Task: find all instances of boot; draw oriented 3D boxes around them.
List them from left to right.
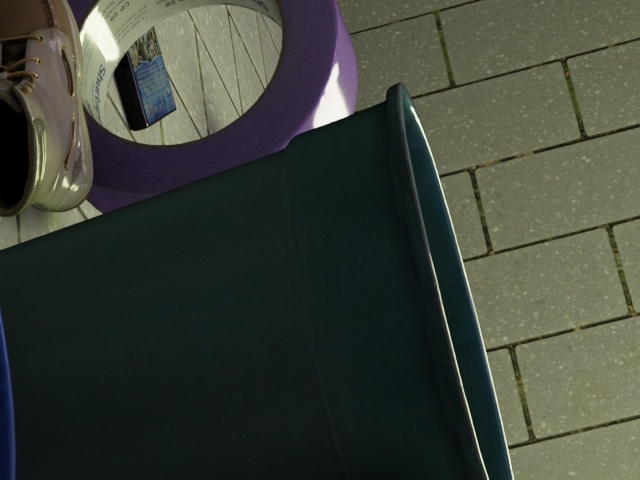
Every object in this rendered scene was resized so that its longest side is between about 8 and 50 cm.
[{"bbox_3d":[-0.234,-0.123,1.428,0.165,0.077,0.213,-23,101,-81],"label":"boot"}]

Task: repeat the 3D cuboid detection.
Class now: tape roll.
[{"bbox_3d":[-0.110,-0.143,1.608,0.090,0.275,0.274,61,16,-62],"label":"tape roll"}]

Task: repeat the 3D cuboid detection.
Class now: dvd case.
[{"bbox_3d":[-0.212,-0.249,2.039,0.180,0.022,0.253,-60,136,-78],"label":"dvd case"}]

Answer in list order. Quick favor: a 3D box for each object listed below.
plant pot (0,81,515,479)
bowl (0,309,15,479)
[{"bbox_3d":[-0.060,0.095,1.307,0.341,0.334,0.341,-13,90,-82],"label":"plant pot"},{"bbox_3d":[-0.260,0.017,0.954,0.391,0.077,0.391,-15,90,-83],"label":"bowl"}]
